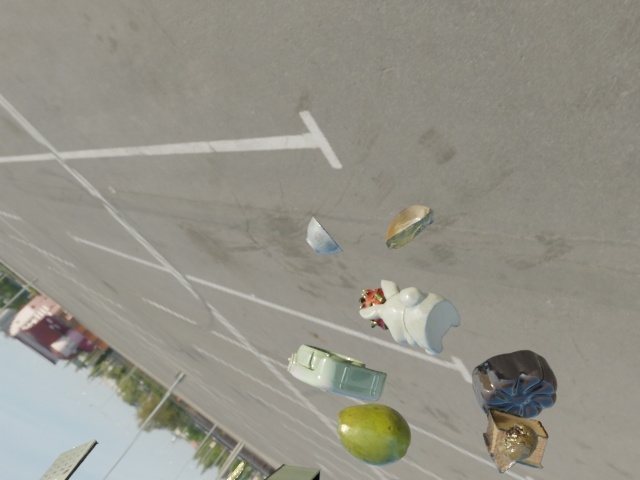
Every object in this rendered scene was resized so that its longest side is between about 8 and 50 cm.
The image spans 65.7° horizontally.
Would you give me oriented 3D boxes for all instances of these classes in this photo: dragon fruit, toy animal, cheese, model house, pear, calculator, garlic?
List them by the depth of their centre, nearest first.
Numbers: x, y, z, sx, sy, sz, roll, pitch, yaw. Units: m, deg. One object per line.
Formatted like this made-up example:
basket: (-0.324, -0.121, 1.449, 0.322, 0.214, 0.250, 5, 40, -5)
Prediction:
cheese: (-0.236, 0.683, 1.450, 0.030, 0.083, 0.044, 40, 177, 33)
calculator: (-0.836, 0.745, 1.576, 0.021, 0.161, 0.261, 64, -170, -11)
garlic: (0.290, -0.054, 1.591, 0.087, 0.101, 0.196, 38, 127, -20)
model house: (0.652, 0.695, 1.679, 0.183, 0.172, 0.166, 10, -174, 8)
toy animal: (0.308, 0.253, 1.800, 0.241, 0.196, 0.368, 52, 160, -19)
pear: (0.217, 0.802, 2.058, 0.308, 0.252, 0.253, 8, 154, -4)
dragon fruit: (0.254, 0.290, 2.151, 0.160, 0.166, 0.172, 37, -168, -46)

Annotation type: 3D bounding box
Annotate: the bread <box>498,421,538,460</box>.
bread: (0.541, 0.544, 1.346, 0.082, 0.113, 0.060, -11, 111, 54)

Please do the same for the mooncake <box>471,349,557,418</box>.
mooncake: (0.739, 0.560, 1.892, 0.307, 0.154, 0.305, -1, 122, -1)

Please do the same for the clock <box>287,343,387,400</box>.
clock: (0.030, 0.420, 1.619, 0.265, 0.108, 0.324, 22, 170, -33)

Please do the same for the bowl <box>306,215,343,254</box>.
bowl: (0.000, 0.000, 1.971, 0.189, 0.086, 0.189, 50, -177, -3)

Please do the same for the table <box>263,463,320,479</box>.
table: (-0.091, 0.718, 1.378, 0.122, 0.110, 0.240, 0, 171, 16)
